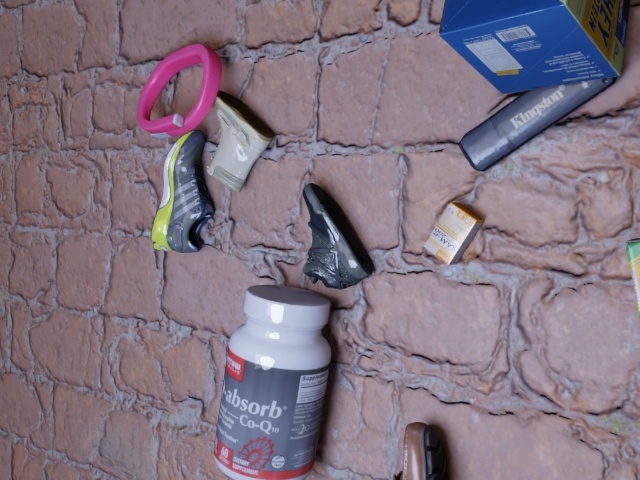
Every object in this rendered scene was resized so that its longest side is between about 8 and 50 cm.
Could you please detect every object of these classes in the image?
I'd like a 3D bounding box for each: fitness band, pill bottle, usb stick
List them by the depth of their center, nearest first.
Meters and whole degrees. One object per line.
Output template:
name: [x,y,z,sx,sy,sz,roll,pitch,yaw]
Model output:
usb stick: [0.356,-0.215,1.115,0.278,0.045,0.077,-35,71,31]
pill bottle: [-0.091,0.284,1.349,0.210,0.210,0.363,14,99,34]
fitness band: [-0.332,-0.345,1.546,0.290,0.054,0.209,0,74,47]

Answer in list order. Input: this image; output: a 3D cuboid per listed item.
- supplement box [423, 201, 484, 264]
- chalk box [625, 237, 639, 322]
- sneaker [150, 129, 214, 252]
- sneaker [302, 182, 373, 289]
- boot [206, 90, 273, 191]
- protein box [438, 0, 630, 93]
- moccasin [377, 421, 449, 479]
supplement box: [0.240,-0.012,1.209,0.062,0.036,0.099,40,113,29]
chalk box: [0.557,0.047,0.926,0.213,0.132,0.132,-10,85,37]
sneaker: [-0.301,-0.108,1.568,0.121,0.111,0.300,15,101,15]
sneaker: [0.000,0.000,1.350,0.130,0.087,0.228,-34,77,25]
boot: [-0.213,-0.228,1.506,0.213,0.077,0.165,45,118,26]
protein box: [0.323,-0.336,1.005,0.199,0.201,0.136,1,74,44]
moccasin: [0.152,0.517,1.238,0.146,0.139,0.381,10,106,26]
